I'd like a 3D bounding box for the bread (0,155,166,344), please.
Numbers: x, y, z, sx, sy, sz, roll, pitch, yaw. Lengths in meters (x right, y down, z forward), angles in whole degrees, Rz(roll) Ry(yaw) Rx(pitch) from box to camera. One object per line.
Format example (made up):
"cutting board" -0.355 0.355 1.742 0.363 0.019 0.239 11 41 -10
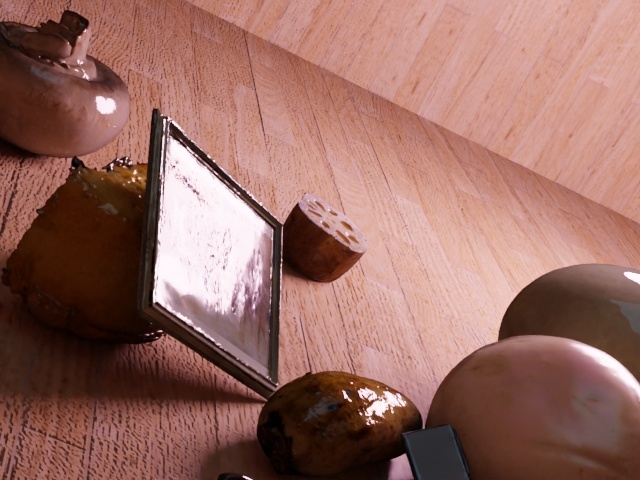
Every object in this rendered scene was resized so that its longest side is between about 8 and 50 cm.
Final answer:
"bread" -0.190 0.017 1.424 0.147 0.160 0.260 40 13 13

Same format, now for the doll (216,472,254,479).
"doll" -0.022 0.247 1.198 0.165 0.057 0.139 20 15 -42

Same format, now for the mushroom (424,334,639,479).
"mushroom" 0.232 0.219 1.471 0.246 0.202 0.246 -10 38 8

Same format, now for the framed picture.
"framed picture" -0.099 0.021 1.404 0.274 0.017 0.217 41 44 -57

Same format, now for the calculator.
"calculator" 0.126 0.252 1.349 0.057 0.018 0.172 -9 53 -12

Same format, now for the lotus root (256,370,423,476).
"lotus root" 0.025 0.176 1.410 0.110 0.097 0.258 34 14 25

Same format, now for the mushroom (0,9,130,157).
"mushroom" -0.342 -0.203 1.774 0.227 0.178 0.226 21 10 -4

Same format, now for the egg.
"egg" 0.381 0.170 1.726 0.352 0.258 0.258 33 17 8

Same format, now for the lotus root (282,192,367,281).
"lotus root" 0.003 0.002 1.901 0.112 0.081 0.122 31 16 2
